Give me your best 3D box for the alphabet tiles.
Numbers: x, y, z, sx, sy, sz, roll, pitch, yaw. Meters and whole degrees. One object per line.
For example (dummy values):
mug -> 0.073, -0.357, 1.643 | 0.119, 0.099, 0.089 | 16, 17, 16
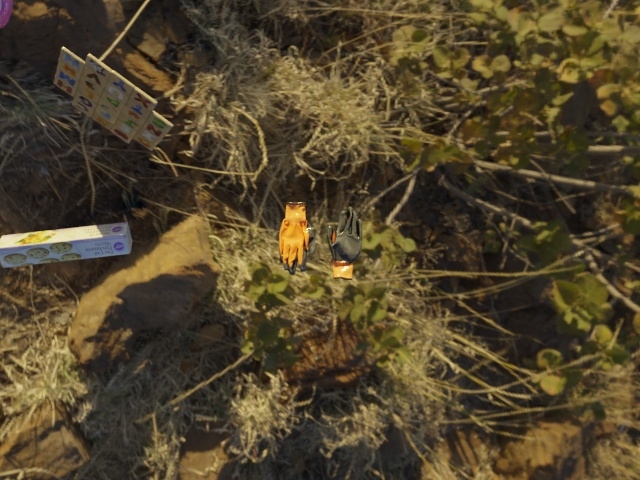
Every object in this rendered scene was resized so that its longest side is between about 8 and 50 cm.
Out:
alphabet tiles -> -0.503, -0.329, 1.479 | 0.285, 0.342, 0.011 | 35, 70, -19

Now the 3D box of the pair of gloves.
pair of gloves -> 0.000, 0.000, 0.613 | 0.083, 0.010, 0.074 | 6, 85, -5

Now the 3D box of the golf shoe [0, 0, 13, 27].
golf shoe -> -0.551, -0.358, 0.786 | 0.306, 0.140, 0.115 | 27, 112, 3

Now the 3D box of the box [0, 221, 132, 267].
box -> -0.657, 0.011, 1.586 | 0.324, 0.063, 0.067 | -6, 124, -6
